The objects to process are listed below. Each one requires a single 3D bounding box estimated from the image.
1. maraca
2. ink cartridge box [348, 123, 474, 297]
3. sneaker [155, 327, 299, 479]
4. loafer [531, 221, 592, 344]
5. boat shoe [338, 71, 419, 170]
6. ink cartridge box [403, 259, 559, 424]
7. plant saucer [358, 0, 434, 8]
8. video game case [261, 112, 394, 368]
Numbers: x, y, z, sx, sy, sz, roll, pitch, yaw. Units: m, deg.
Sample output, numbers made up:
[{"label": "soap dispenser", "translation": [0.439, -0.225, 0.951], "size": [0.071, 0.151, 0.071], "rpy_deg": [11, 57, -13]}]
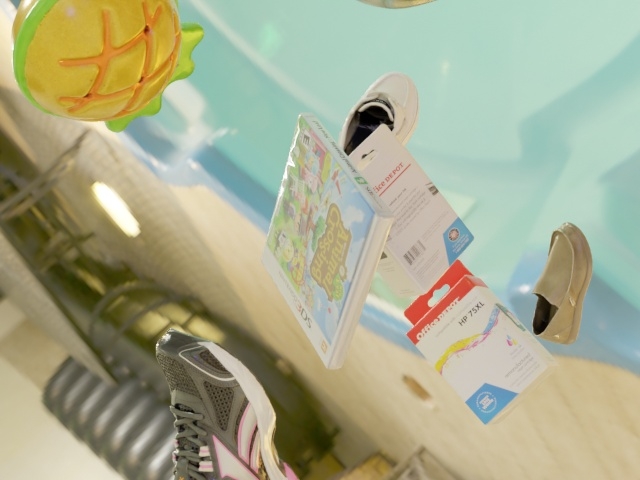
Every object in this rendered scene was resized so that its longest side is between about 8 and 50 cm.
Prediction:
[{"label": "maraca", "translation": [-0.146, -0.134, 0.781], "size": [0.099, 0.127, 0.186], "rpy_deg": [47, -173, 21]}, {"label": "ink cartridge box", "translation": [0.084, -0.034, 1.289], "size": [0.180, 0.104, 0.060], "rpy_deg": [51, 154, -13]}, {"label": "sneaker", "translation": [-0.071, 0.145, 0.748], "size": [0.072, 0.077, 0.178], "rpy_deg": [3, 125, 48]}, {"label": "loafer", "translation": [0.274, 0.052, 1.265], "size": [0.056, 0.050, 0.148], "rpy_deg": [-151, 59, -62]}, {"label": "boat shoe", "translation": [0.083, -0.177, 1.643], "size": [0.096, 0.267, 0.088], "rpy_deg": [21, 141, 14]}, {"label": "ink cartridge box", "translation": [0.228, 0.147, 1.661], "size": [0.231, 0.134, 0.078], "rpy_deg": [48, -166, 21]}, {"label": "plant saucer", "translation": [0.162, -0.287, 0.991], "size": [0.043, 0.318, 0.317], "rpy_deg": [64, 160, 2]}, {"label": "video game case", "translation": [0.000, 0.000, 1.207], "size": [0.193, 0.023, 0.212], "rpy_deg": [55, 140, 42]}]
